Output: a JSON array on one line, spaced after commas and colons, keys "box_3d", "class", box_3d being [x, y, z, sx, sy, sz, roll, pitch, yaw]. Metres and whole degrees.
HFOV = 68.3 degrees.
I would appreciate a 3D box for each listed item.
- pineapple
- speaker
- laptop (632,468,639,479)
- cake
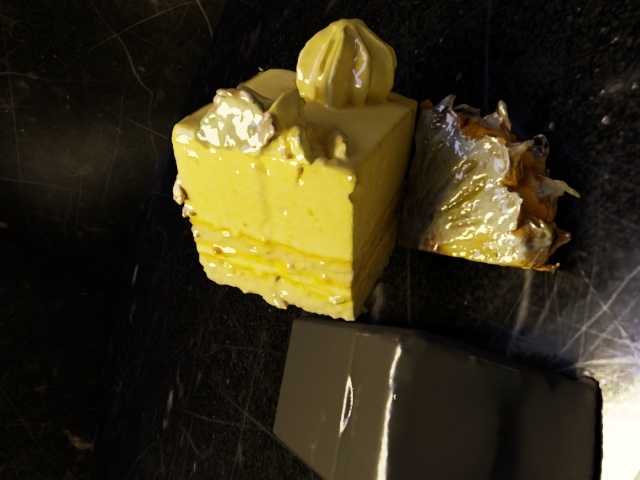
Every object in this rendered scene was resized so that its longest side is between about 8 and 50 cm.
[{"box_3d": [0.172, -0.051, 0.542, 0.186, 0.114, 0.237, -43, 46, 41], "class": "pineapple"}, {"box_3d": [0.089, 0.198, 0.561, 0.388, 0.183, 0.180, 164, 119, -67], "class": "speaker"}, {"box_3d": [0.267, 0.094, 0.210, 0.188, 0.015, 0.269, -50, -5, -8], "class": "laptop"}, {"box_3d": [-0.020, -0.091, 0.560, 0.227, 0.222, 0.286, -55, -29, -43], "class": "cake"}]
